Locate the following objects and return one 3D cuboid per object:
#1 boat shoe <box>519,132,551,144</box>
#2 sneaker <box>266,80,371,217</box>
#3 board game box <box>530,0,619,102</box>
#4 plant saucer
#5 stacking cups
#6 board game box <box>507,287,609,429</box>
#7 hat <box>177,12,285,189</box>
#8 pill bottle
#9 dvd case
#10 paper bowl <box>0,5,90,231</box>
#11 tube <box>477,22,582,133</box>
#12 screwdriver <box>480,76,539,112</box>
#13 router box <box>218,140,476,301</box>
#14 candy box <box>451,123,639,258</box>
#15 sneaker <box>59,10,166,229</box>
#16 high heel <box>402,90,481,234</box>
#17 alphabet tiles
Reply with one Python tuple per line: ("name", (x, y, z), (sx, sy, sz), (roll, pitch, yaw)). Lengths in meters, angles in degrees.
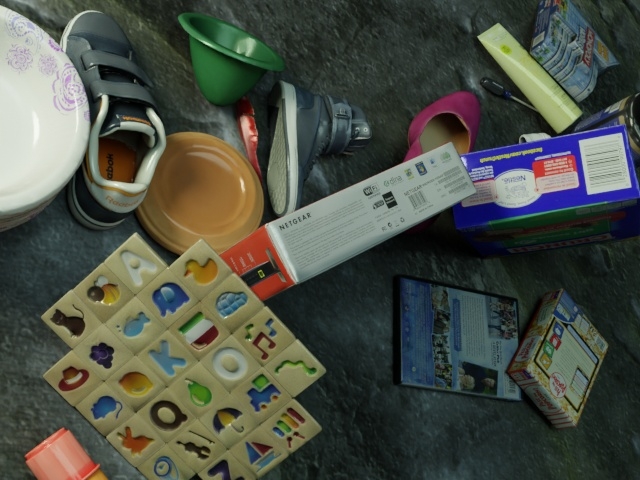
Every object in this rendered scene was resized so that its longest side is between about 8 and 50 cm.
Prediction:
("boat shoe", (0.400, -0.113, 1.774), (0.063, 0.066, 0.184), (1, 75, -17))
("sneaker", (0.002, -0.132, 1.517), (0.163, 0.086, 0.226), (11, 67, -25))
("board game box", (0.503, -0.369, 1.904), (0.194, 0.060, 0.194), (39, 42, -19))
("plant saucer", (-0.172, -0.071, 1.402), (0.199, 0.037, 0.200), (9, 66, -22))
("stacking cups", (-0.242, 0.370, 1.196), (0.096, 0.096, 0.316), (-33, 90, -35))
("board game box", (0.411, 0.201, 1.665), (0.147, 0.045, 0.193), (49, 51, -15))
("hat", (-0.162, -0.221, 1.484), (0.173, 0.184, 0.208), (10, 27, -36))
("pill bottle", (0.528, -0.177, 1.777), (0.122, 0.219, 0.123), (10, 69, -28))
("dvd case", (0.228, 0.162, 1.596), (0.253, 0.022, 0.181), (12, 67, -28))
("paper bowl", (-0.443, -0.145, 1.207), (0.284, 0.148, 0.284), (11, 68, -28))
("tube", (0.395, -0.310, 1.837), (0.062, 0.070, 0.240), (-41, 86, 4))
("screwdriver", (0.367, -0.266, 1.830), (0.169, 0.024, 0.025), (24, 33, -25))
("router box", (0.000, 0.000, 1.339), (0.335, 0.301, 0.082), (-26, 88, -36))
("candy box", (0.356, -0.063, 1.522), (0.317, 0.268, 0.122), (26, 56, -70))
("sneaker", (-0.280, -0.183, 1.332), (0.126, 0.127, 0.321), (4, 71, -38))
("high heel", (0.210, -0.142, 1.590), (0.127, 0.181, 0.377), (41, 57, -13))
("alphabet tiles", (-0.173, 0.167, 1.224), (0.342, 0.285, 0.011), (47, 15, -10))
